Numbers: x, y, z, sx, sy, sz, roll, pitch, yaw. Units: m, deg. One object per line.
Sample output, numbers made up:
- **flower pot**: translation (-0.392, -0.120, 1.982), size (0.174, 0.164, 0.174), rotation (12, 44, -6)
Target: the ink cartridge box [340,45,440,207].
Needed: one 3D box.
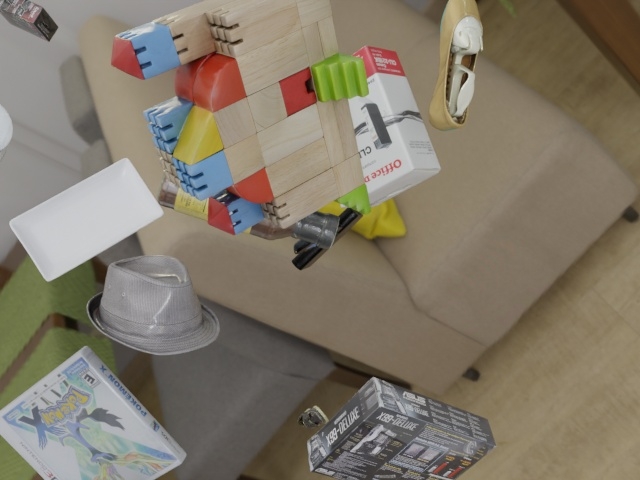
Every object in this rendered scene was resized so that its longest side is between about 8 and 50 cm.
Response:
- **ink cartridge box**: translation (0.099, -0.224, 1.497), size (0.197, 0.114, 0.273), rotation (-27, 79, 38)

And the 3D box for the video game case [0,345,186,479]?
- **video game case**: translation (-0.481, 0.403, 1.495), size (0.329, 0.300, 0.036), rotation (-35, 10, 26)

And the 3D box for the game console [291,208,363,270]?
- **game console**: translation (0.000, 0.000, 1.845), size (0.213, 0.361, 0.044), rotation (-44, 84, 10)

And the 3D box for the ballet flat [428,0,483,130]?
- **ballet flat**: translation (0.237, -0.296, 1.214), size (0.073, 0.080, 0.232), rotation (28, 115, 59)

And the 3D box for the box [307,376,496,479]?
- **box**: translation (0.165, 0.421, 1.508), size (0.242, 0.307, 0.076), rotation (-52, 28, 30)

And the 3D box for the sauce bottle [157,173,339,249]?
- **sauce bottle**: translation (-0.135, -0.066, 1.418), size (0.111, 0.344, 0.111), rotation (-162, 90, -83)

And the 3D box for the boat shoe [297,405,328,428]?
- **boat shoe**: translation (-0.021, 0.465, 1.897), size (0.049, 0.056, 0.152), rotation (-36, -6, -22)

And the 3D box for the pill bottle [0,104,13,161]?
- **pill bottle**: translation (-0.552, -0.147, 1.116), size (0.208, 0.117, 0.118), rotation (-14, 58, 44)

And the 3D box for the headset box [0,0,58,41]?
- **headset box**: translation (-0.452, -0.346, 1.131), size (0.083, 0.062, 0.032), rotation (27, 81, 7)

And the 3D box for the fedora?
- **fedora**: translation (-0.325, 0.106, 1.432), size (0.275, 0.243, 0.124), rotation (25, 115, 43)

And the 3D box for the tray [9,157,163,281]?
- **tray**: translation (-0.471, -0.044, 1.487), size (0.270, 0.145, 0.030), rotation (-34, 2, -21)

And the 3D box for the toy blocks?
- **toy blocks**: translation (-0.095, -0.152, 0.924), size (0.261, 0.381, 0.190), rotation (-31, 36, -25)
